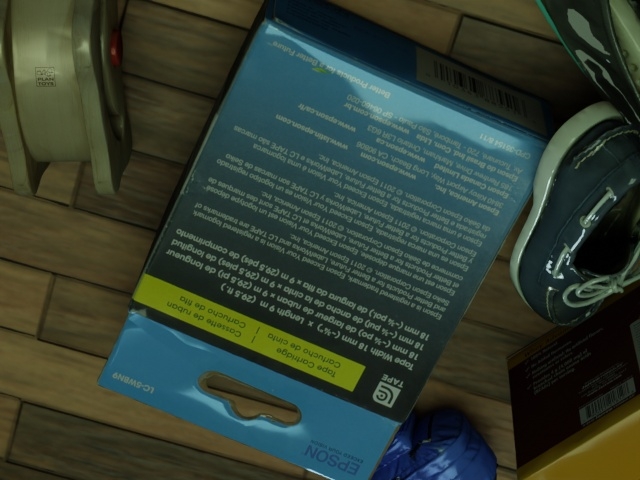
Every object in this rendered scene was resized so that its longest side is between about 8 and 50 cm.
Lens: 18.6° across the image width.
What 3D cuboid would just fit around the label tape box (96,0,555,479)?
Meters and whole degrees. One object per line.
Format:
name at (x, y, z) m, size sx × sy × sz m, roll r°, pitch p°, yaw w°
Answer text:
label tape box at (0.000, 0.000, 1.521) m, size 0.240 × 0.106 × 0.334 m, roll 24°, pitch 114°, yaw -9°

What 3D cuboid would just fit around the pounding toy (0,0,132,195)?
pounding toy at (-0.228, -0.157, 1.449) m, size 0.154 × 0.154 × 0.269 m, roll 0°, pitch 134°, yaw 3°

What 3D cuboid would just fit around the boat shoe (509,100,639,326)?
boat shoe at (0.207, -0.001, 1.470) m, size 0.095 × 0.079 × 0.254 m, roll -26°, pitch 150°, yaw -22°

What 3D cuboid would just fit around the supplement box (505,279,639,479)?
supplement box at (0.261, 0.135, 1.522) m, size 0.191 × 0.194 × 0.129 m, roll -34°, pitch 109°, yaw 17°

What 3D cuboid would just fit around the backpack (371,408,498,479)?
backpack at (0.080, 0.192, 1.613) m, size 0.120 × 0.098 × 0.101 m, roll -30°, pitch 106°, yaw 17°

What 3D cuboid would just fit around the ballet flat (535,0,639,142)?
ballet flat at (0.255, -0.110, 1.453) m, size 0.096 × 0.095 × 0.280 m, roll -16°, pitch 117°, yaw 42°
